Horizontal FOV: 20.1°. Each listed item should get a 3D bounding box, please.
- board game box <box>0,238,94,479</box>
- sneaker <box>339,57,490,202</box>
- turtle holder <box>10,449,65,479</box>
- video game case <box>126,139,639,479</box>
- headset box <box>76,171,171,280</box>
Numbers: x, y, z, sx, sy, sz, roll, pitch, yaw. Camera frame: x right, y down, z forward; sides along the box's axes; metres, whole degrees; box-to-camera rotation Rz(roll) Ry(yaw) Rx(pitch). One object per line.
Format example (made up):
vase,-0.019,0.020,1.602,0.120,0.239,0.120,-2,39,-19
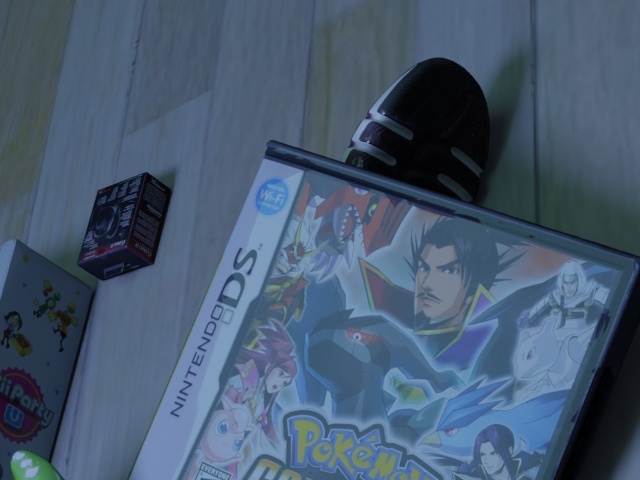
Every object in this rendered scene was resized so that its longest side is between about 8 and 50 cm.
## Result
board game box,-0.319,0.171,1.453,0.224,0.097,0.303,-17,50,38
sneaker,0.000,0.000,1.236,0.162,0.106,0.281,4,65,53
turtle holder,-0.217,0.288,1.088,0.320,0.243,0.227,19,41,40
video game case,0.033,0.089,1.081,0.274,0.035,0.248,19,84,34
headset box,-0.162,-0.008,1.480,0.062,0.032,0.083,-19,49,39
